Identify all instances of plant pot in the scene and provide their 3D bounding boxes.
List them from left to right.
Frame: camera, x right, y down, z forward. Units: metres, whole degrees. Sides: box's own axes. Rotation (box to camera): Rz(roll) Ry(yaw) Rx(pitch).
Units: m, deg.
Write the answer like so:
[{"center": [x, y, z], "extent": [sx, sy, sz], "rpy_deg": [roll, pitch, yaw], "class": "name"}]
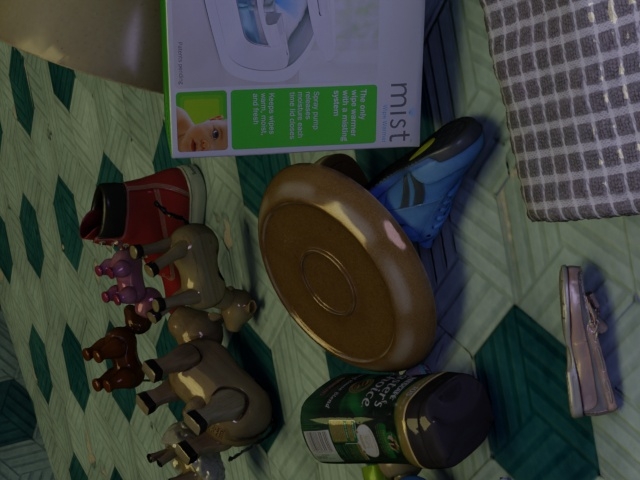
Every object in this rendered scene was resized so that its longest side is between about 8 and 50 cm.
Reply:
[{"center": [0.015, 0.036, 1.311], "extent": [0.236, 0.032, 0.236], "rpy_deg": [33, 141, 32], "class": "plant pot"}]

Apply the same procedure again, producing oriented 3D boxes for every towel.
[{"center": [0.213, -0.133, 0.858], "extent": [0.283, 0.121, 0.235], "rpy_deg": [-6, 96, 66], "class": "towel"}]

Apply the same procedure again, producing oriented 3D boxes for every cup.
[{"center": [-0.184, -0.311, 1.468], "extent": [0.331, 0.331, 0.237], "rpy_deg": [39, 115, 55], "class": "cup"}]

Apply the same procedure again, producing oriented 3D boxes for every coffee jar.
[{"center": [0.073, 0.172, 1.284], "extent": [0.184, 0.096, 0.079], "rpy_deg": [-7, 108, 46], "class": "coffee jar"}]

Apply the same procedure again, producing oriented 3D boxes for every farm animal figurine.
[{"center": [-0.166, 0.146, 1.788], "extent": [0.327, 0.172, 0.330], "rpy_deg": [57, 143, 14], "class": "farm animal figurine"}]

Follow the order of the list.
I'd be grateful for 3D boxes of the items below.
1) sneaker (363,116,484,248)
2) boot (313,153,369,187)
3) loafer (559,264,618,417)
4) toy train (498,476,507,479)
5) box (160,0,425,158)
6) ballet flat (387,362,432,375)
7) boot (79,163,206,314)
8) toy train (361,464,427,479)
[{"center": [0.102, -0.046, 1.227], "extent": [0.082, 0.069, 0.209], "rpy_deg": [48, 147, -3], "class": "sneaker"}, {"center": [0.000, 0.000, 1.436], "extent": [0.165, 0.077, 0.213], "rpy_deg": [26, 132, 61], "class": "boot"}, {"center": [0.214, 0.080, 1.066], "extent": [0.045, 0.039, 0.125], "rpy_deg": [-47, -48, -79], "class": "loafer"}, {"center": [0.162, 0.246, 1.273], "extent": [0.083, 0.017, 0.024], "rpy_deg": [128, 136, -60], "class": "toy train"}, {"center": [-0.028, -0.218, 1.185], "extent": [0.127, 0.231, 0.262], "rpy_deg": [-111, 21, -66], "class": "box"}, {"center": [0.082, 0.152, 1.375], "extent": [0.114, 0.041, 0.041], "rpy_deg": [-47, 58, 54], "class": "ballet flat"}, {"center": [-0.256, 0.016, 1.888], "extent": [0.088, 0.176, 0.244], "rpy_deg": [45, 141, 48], "class": "boot"}, {"center": [0.070, 0.304, 1.424], "extent": [0.248, 0.105, 0.143], "rpy_deg": [119, 149, -64], "class": "toy train"}]
